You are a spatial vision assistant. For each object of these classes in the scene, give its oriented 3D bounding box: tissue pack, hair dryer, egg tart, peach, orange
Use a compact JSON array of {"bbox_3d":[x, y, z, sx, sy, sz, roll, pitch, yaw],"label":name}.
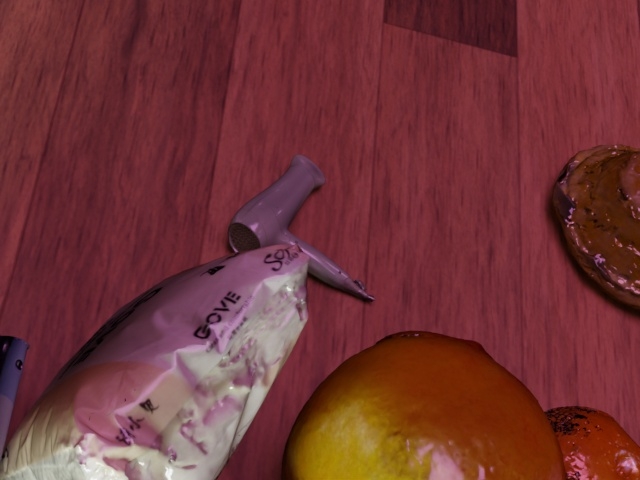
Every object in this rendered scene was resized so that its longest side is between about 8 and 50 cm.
[{"bbox_3d":[-0.195,0.180,1.507,0.195,0.390,0.375,46,55,-15],"label":"tissue pack"},{"bbox_3d":[0.000,0.000,1.887,0.237,0.075,0.206,42,47,2],"label":"hair dryer"},{"bbox_3d":[0.538,-0.038,2.045,0.341,0.132,0.341,9,54,-12],"label":"egg tart"},{"bbox_3d":[0.124,0.282,1.572,0.290,0.372,0.373,32,43,-40],"label":"peach"},{"bbox_3d":[0.349,0.336,1.702,0.234,0.182,0.234,21,43,-21],"label":"orange"}]

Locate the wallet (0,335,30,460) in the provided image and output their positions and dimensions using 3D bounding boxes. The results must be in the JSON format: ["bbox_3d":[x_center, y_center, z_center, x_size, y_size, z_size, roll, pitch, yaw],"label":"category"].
[{"bbox_3d":[-0.441,0.223,1.519,0.170,0.069,0.231,-17,46,20],"label":"wallet"}]
